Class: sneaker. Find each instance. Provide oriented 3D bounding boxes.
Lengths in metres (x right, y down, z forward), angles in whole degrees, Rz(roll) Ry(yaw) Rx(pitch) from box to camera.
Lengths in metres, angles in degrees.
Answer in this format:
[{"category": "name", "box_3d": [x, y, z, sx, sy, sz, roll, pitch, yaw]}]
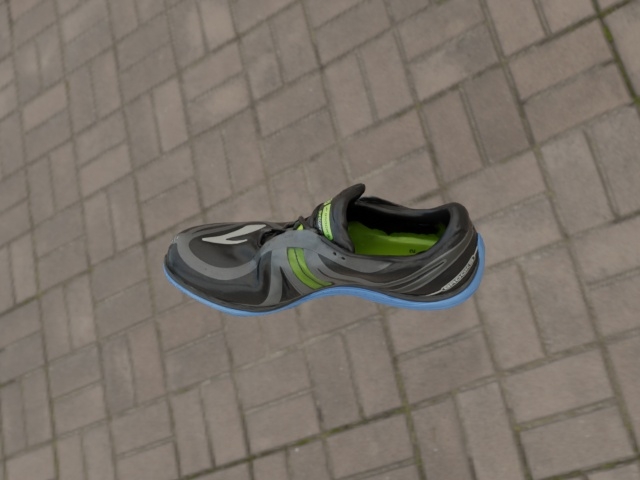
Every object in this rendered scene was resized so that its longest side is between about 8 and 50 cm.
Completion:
[{"category": "sneaker", "box_3d": [0.000, 0.000, 0.489, 0.188, 0.078, 0.067, -1, 48, 10]}]
